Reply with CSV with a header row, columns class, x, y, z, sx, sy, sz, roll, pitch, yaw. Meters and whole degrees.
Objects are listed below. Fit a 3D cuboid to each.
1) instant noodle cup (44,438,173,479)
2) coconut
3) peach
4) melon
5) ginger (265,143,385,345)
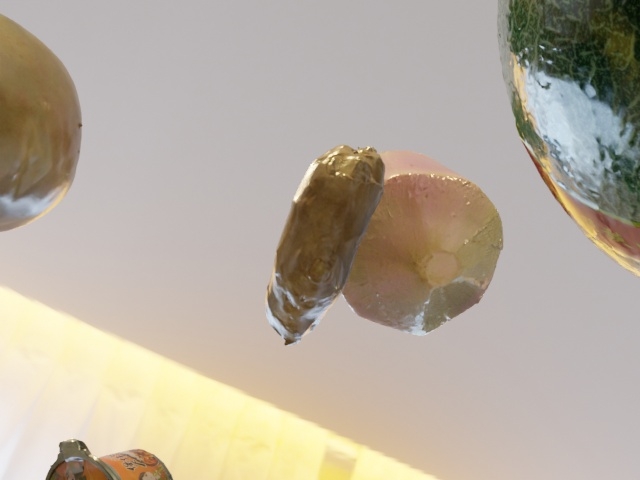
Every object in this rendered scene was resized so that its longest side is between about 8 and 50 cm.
class,x,y,z,sx,sy,sz,roll,pitch,yaw
instant noodle cup,-0.279,0.364,1.460,0.178,0.125,0.208,7,-79,37
coconut,0.117,0.006,1.394,0.233,0.245,0.233,-3,-71,-8
peach,-0.405,-0.135,1.161,0.292,0.247,0.292,42,-22,22
melon,0.167,-0.075,0.430,0.182,0.182,0.288,-17,-38,24
ginger,0.001,0.001,0.904,0.069,0.095,0.190,21,-94,18
